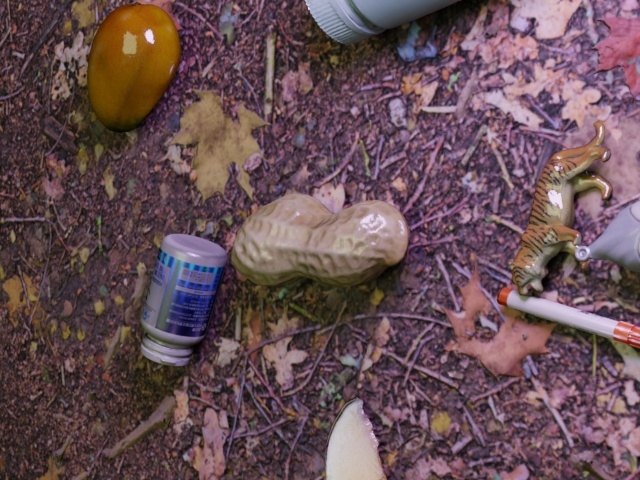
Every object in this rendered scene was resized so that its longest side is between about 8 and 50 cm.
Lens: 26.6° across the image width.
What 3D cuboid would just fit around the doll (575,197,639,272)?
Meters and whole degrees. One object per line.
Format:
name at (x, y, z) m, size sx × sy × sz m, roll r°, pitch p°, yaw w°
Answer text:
doll at (0.414, -0.009, 1.627) m, size 0.227 × 0.075 × 0.102 m, roll -14°, pitch 64°, yaw 27°

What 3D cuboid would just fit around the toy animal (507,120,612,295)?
toy animal at (0.306, -0.038, 1.719) m, size 0.099 × 0.057 × 0.241 m, roll 19°, pitch 100°, yaw 38°

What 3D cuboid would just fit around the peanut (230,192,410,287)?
peanut at (0.000, 0.000, 1.929) m, size 0.298 × 0.120 × 0.136 m, roll 0°, pitch 94°, yaw 36°

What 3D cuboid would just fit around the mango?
mango at (-0.308, -0.281, 2.177) m, size 0.151 × 0.120 × 0.221 m, roll 53°, pitch 127°, yaw 25°

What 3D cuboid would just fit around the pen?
pen at (0.329, 0.101, 1.719) m, size 0.239 × 0.028 × 0.028 m, roll 17°, pitch 100°, yaw 38°

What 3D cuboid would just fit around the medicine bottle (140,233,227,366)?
medicine bottle at (-0.218, 0.094, 2.108) m, size 0.107 × 0.107 × 0.191 m, roll 26°, pitch 105°, yaw 36°

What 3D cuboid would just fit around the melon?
melon at (0.050, 0.323, 1.928) m, size 0.098 × 0.054 × 0.182 m, roll -28°, pitch 73°, yaw 29°

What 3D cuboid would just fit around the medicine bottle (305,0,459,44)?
medicine bottle at (0.139, -0.384, 1.796) m, size 0.318 × 0.158 × 0.158 m, roll -17°, pitch 79°, yaw 38°
